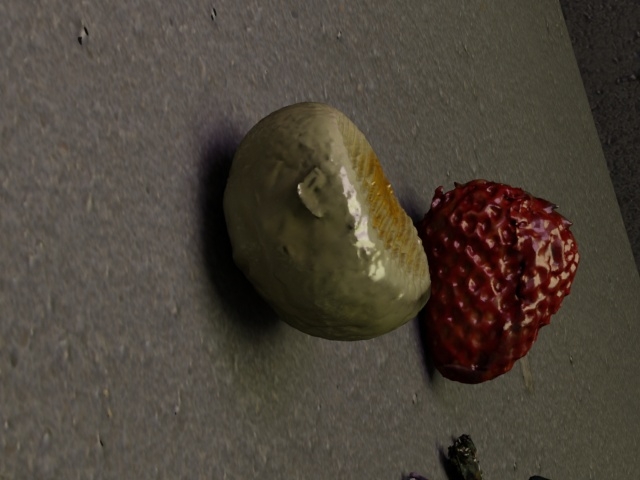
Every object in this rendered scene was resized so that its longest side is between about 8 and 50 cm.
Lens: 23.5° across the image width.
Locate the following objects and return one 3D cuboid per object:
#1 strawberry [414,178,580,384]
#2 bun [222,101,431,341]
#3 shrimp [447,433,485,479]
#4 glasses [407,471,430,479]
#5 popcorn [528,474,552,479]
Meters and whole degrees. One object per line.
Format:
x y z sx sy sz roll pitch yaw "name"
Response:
0.203 0.056 1.869 0.205 0.205 0.244 47 58 -55 "strawberry"
0.000 0.000 1.387 0.244 0.153 0.244 54 14 -20 "bun"
0.179 0.277 1.892 0.161 0.034 0.091 66 11 -47 "shrimp"
0.138 0.332 1.700 0.104 0.140 0.062 -62 -166 -9 "glasses"
0.264 0.443 1.736 0.237 0.293 0.293 -66 164 13 "popcorn"
